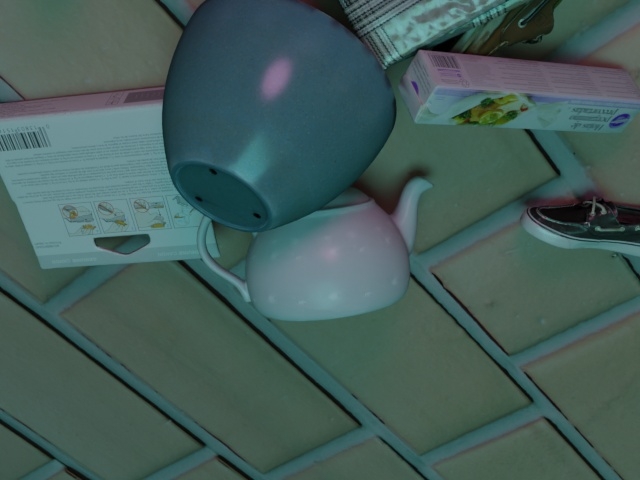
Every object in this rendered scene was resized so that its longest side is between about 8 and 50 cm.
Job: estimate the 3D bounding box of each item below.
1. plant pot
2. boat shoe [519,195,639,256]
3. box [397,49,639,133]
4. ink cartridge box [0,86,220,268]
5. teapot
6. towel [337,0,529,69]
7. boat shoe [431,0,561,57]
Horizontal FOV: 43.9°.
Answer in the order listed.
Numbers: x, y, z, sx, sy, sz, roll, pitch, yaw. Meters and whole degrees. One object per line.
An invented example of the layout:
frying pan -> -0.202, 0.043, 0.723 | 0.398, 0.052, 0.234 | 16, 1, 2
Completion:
plant pot -> -0.076, -0.126, 0.969 | 0.290, 0.195, 0.290 | 20, 152, 11
boat shoe -> 0.401, -0.031, 1.158 | 0.220, 0.077, 0.070 | 7, 128, -11
box -> 0.253, -0.179, 0.977 | 0.324, 0.067, 0.063 | -2, 146, -26
ink cartridge box -> -0.309, -0.086, 1.170 | 0.297, 0.066, 0.261 | -4, 126, 8
teapot -> 0.000, 0.000, 1.131 | 0.253, 0.256, 0.187 | -1, 101, 37
towel -> 0.134, -0.386, 0.859 | 0.324, 0.056, 0.312 | -24, 98, 19
boat shoe -> 0.238, -0.279, 0.958 | 0.105, 0.110, 0.307 | 29, 124, -15
